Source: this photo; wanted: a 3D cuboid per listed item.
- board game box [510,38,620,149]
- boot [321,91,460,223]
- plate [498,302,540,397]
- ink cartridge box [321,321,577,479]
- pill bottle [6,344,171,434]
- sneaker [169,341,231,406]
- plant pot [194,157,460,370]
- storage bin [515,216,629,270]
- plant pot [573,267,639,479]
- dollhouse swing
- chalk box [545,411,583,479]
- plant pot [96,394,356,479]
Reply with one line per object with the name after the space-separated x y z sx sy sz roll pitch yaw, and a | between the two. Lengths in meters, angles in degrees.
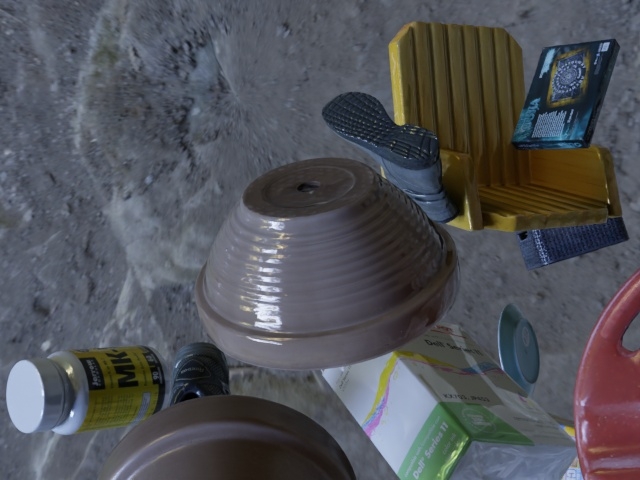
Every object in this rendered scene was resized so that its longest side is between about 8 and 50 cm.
0.380 -0.226 1.418 0.026 0.126 0.186 39 66 -40 | board game box
0.103 -0.120 1.403 0.083 0.246 0.161 -39 138 -15 | boot
0.383 0.211 1.733 0.024 0.188 0.188 -11 102 32 | plate
0.147 0.203 1.228 0.207 0.353 0.119 13 111 -35 | ink cartridge box
-0.328 0.213 1.304 0.208 0.119 0.119 2 102 -49 | pill bottle
-0.132 0.247 1.081 0.087 0.130 0.228 -5 118 4 | sneaker
0.000 0.000 0.798 0.237 0.237 0.110 -11 118 -3 | plant pot
0.475 -0.010 1.736 0.180 0.122 0.084 -17 84 -6 | storage bin
0.268 0.111 0.531 0.272 0.265 0.272 -5 76 23 | plant pot
0.308 -0.202 1.537 0.346 0.315 0.305 -4 106 -32 | dollhouse swing
0.405 0.356 1.428 0.132 0.213 0.132 19 84 -51 | chalk box
-0.077 0.302 0.796 0.263 0.229 0.263 -3 110 -8 | plant pot
